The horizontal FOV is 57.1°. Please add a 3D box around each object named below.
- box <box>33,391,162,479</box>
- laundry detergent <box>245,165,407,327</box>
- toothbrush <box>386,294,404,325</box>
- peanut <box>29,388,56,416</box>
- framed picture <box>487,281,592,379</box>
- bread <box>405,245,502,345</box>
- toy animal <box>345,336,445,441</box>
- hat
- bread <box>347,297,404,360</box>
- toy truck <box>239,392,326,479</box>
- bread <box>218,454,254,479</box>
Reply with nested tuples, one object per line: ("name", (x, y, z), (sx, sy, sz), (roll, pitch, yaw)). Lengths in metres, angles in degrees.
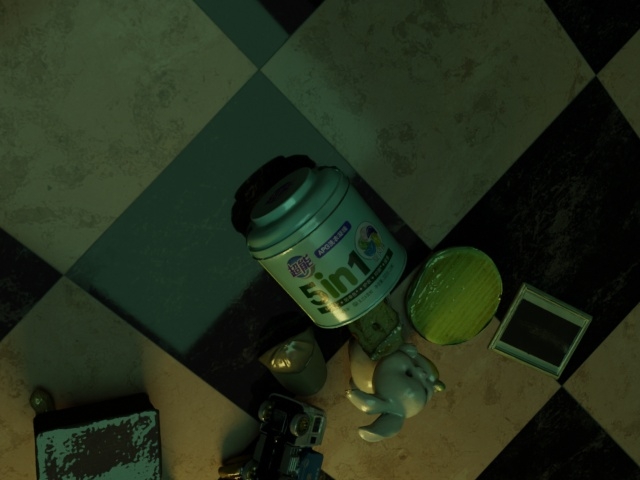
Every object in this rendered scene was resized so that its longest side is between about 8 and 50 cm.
("box", (-0.520, 0.488, 1.383), (0.273, 0.143, 0.184), (-5, 96, -27))
("laundry detergent", (0.000, 0.000, 1.375), (0.287, 0.287, 0.305), (-42, 111, -3))
("toothbrush", (0.174, 0.115, 1.592), (0.024, 0.021, 0.288), (-27, 109, -19))
("peanut", (-0.664, 0.406, 1.410), (0.054, 0.054, 0.113), (-17, 110, -11))
("framed picture", (0.668, 0.279, 1.772), (0.293, 0.018, 0.231), (24, 96, -20))
("bread", (0.378, 0.155, 1.647), (0.301, 0.045, 0.301), (-4, 107, -14))
("toy animal", (0.174, 0.355, 1.498), (0.247, 0.310, 0.183), (-23, 111, -4))
("hat", (-0.053, 0.331, 1.532), (0.166, 0.144, 0.173), (-33, 87, -4))
("bread", (0.128, 0.191, 1.496), (0.088, 0.232, 0.128), (26, 109, -42))
("toy truck", (-0.098, 0.590, 1.515), (0.175, 0.146, 0.367), (25, 78, -51))
("bread", (-0.189, 0.685, 1.596), (0.134, 0.081, 0.225), (-21, 107, -11))
